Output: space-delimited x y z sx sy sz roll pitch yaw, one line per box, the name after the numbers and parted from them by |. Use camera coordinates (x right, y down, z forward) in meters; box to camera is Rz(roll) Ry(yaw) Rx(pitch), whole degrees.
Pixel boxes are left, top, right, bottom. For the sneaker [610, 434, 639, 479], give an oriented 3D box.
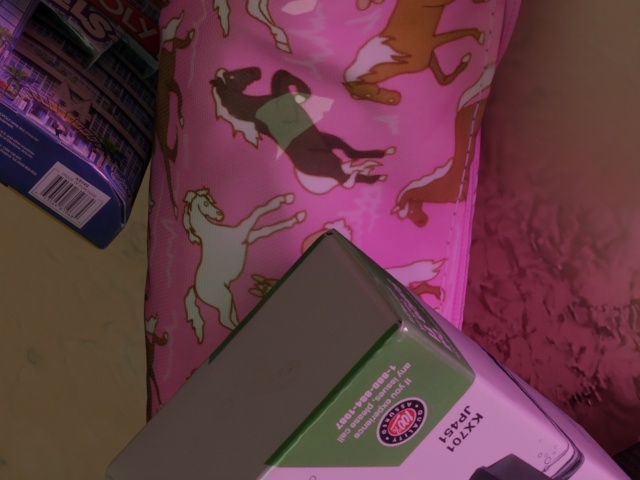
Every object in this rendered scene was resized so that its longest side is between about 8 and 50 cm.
0.159 0.150 0.778 0.234 0.106 0.078 -26 102 34 | sneaker

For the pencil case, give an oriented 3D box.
0.000 0.000 0.751 0.160 0.167 0.386 -130 37 -53 | pencil case

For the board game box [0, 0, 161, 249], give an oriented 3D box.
-0.148 -0.122 0.762 0.194 0.194 0.060 36 127 -19 | board game box

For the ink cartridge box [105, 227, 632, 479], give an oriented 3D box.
0.035 0.117 0.682 0.153 0.087 0.208 -48 126 7 | ink cartridge box
